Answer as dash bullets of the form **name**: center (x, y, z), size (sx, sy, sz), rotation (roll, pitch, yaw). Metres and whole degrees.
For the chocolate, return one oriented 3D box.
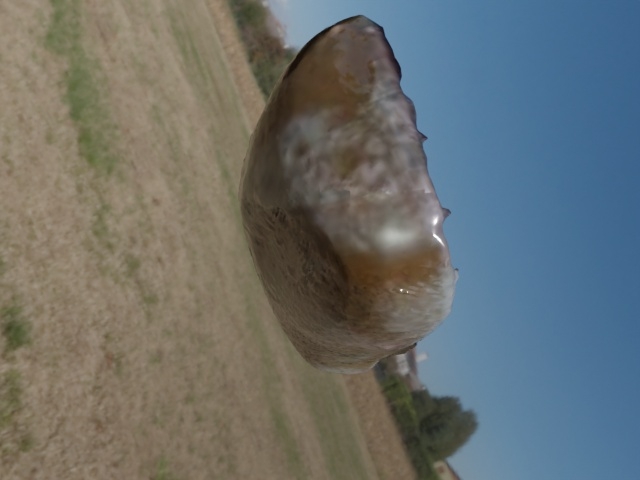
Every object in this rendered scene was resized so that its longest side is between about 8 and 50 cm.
- **chocolate**: center (0.000, 0.000, 0.505), size (0.303, 0.100, 0.185), rotation (106, -36, -72)
